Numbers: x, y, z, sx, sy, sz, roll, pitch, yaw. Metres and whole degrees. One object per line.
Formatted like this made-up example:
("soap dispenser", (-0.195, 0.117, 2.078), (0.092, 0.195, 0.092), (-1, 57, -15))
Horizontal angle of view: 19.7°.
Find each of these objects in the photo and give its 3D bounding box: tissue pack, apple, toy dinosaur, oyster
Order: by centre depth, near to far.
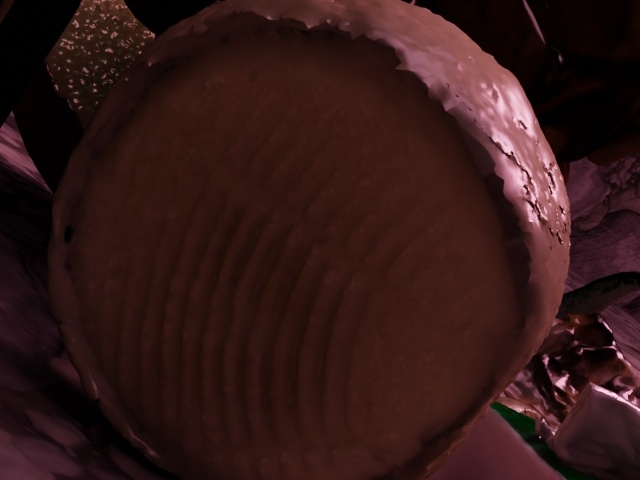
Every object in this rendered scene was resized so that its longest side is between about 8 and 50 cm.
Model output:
("tissue pack", (0.175, 0.168, 0.985), (0.209, 0.156, 0.148), (27, 7, -32))
("apple", (-0.085, -0.054, 1.242), (0.346, 0.179, 0.254), (34, -14, 2))
("oyster", (0.274, 0.197, 1.343), (0.396, 0.111, 0.204), (49, 5, 17))
("toy dinosaur", (0.224, 0.093, 1.473), (0.129, 0.076, 0.383), (42, -28, -8))

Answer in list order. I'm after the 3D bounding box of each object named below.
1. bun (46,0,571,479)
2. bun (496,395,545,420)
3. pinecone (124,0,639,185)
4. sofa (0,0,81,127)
("bun", (0.000, 0.000, 0.899), (0.259, 0.259, 0.152), (35, 18, 15))
("bun", (0.112, 0.144, 1.200), (0.086, 0.086, 0.055), (29, -22, -32))
("pinecone", (0.051, -0.200, 1.071), (0.397, 0.398, 0.398), (32, 7, -4))
("sofa", (-0.252, -0.140, 1.023), (0.182, 0.200, 0.258), (35, 8, -2))
